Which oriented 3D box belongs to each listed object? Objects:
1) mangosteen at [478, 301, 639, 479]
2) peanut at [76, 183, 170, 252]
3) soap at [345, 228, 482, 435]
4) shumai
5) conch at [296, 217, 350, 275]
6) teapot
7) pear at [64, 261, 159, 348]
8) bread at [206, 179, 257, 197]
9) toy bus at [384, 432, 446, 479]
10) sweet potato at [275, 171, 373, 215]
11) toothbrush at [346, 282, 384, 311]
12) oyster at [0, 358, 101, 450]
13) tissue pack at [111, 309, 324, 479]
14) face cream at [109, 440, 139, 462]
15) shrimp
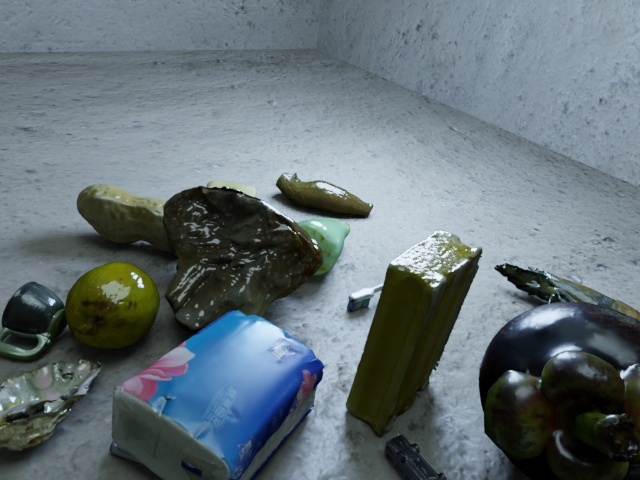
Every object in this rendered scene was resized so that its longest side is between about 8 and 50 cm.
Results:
[{"bbox_3d":[0.399,0.251,0.859,0.330,0.330,0.330,9,30,-5],"label":"mangosteen"},{"bbox_3d":[-0.402,-0.040,1.233,0.274,0.125,0.111,18,17,-4],"label":"peanut"},{"bbox_3d":[0.153,0.150,0.922,0.091,0.315,0.199,28,35,25],"label":"soap"},{"bbox_3d":[-0.180,0.062,1.102,0.346,0.217,0.283,15,72,6],"label":"shumai"},{"bbox_3d":[-0.019,-0.004,1.315,0.137,0.143,0.250,53,15,-12],"label":"conch"},{"bbox_3d":[-0.486,0.142,0.952,0.091,0.124,0.092,23,-7,3],"label":"teapot"},{"bbox_3d":[-0.359,0.112,0.966,0.149,0.149,0.162,15,26,5],"label":"pear"},{"bbox_3d":[-0.239,-0.089,1.431,0.139,0.060,0.178,9,31,-4],"label":"bread"},{"bbox_3d":[0.148,0.353,0.839,0.037,0.052,0.131,-15,37,-31],"label":"toy bus"},{"bbox_3d":[0.014,-0.130,1.568,0.286,0.085,0.112,12,26,-2],"label":"sweet potato"},{"bbox_3d":[0.218,0.091,1.315,0.418,0.040,0.042,-16,38,-39],"label":"toothbrush"},{"bbox_3d":[-0.406,0.239,0.823,0.133,0.072,0.209,0,12,-9],"label":"oyster"},{"bbox_3d":[-0.139,0.234,0.832,0.209,0.137,0.270,29,28,17],"label":"tissue pack"},{"bbox_3d":[-0.259,0.303,0.805,0.083,0.021,0.040,16,29,5],"label":"face cream"},{"bbox_3d":[0.581,0.184,1.265,0.445,0.085,0.272,35,42,27],"label":"shrimp"}]
